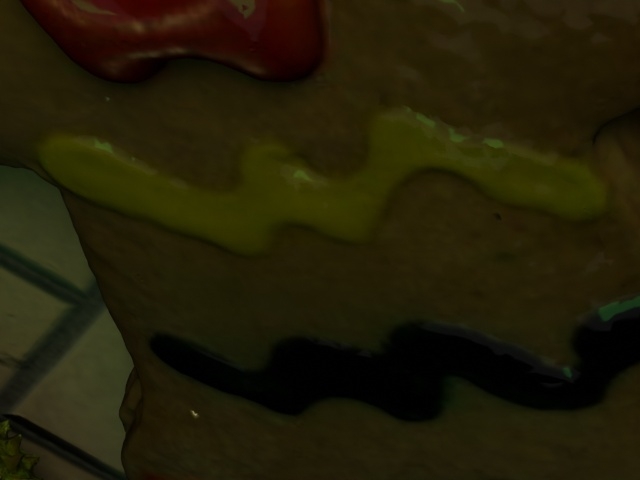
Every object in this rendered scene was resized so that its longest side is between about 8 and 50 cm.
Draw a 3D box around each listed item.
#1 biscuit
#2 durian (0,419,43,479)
[{"bbox_3d":[0.000,0.000,0.672,0.368,0.076,0.394,-1,137,23],"label":"biscuit"},{"bbox_3d":[-0.215,0.164,0.877,0.200,0.177,0.237,30,147,-28],"label":"durian"}]
